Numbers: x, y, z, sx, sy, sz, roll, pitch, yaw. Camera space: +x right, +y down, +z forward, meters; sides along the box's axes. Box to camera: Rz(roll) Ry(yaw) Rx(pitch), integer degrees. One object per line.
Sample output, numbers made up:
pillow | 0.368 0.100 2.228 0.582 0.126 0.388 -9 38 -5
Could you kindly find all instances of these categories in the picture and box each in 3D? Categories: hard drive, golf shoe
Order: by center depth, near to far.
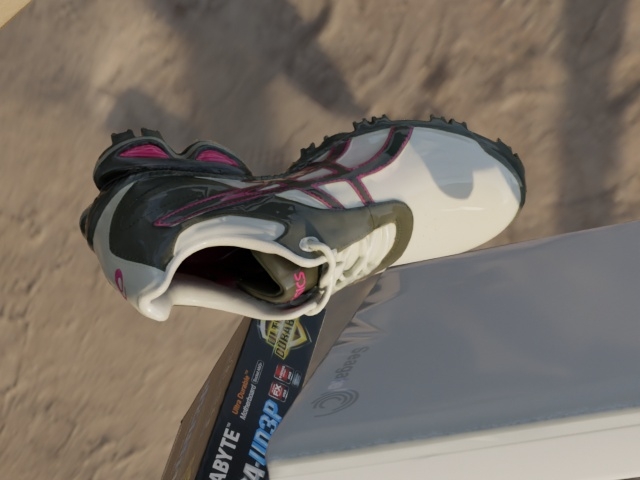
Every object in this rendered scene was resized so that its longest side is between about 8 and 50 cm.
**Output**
hard drive | 0.150 0.036 0.792 0.307 0.203 0.040 -11 108 22
golf shoe | 0.000 0.000 1.120 0.273 0.105 0.120 -5 39 -16

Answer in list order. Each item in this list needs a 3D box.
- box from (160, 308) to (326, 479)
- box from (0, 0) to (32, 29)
box | -0.071 0.160 1.274 0.051 0.175 0.220 25 44 -7
box | -0.093 -0.117 0.338 0.311 0.148 0.121 -40 74 18
